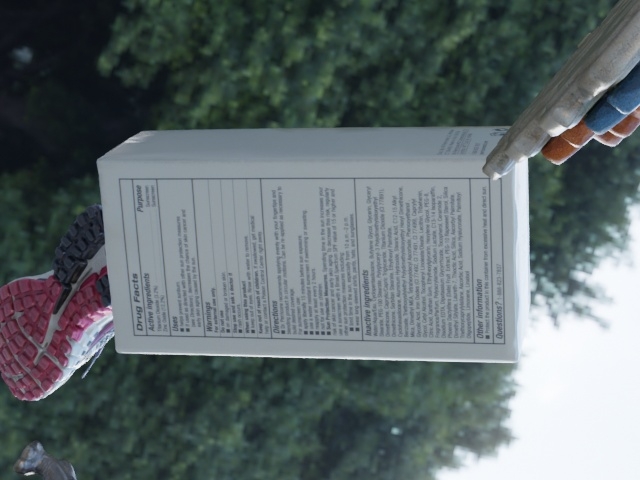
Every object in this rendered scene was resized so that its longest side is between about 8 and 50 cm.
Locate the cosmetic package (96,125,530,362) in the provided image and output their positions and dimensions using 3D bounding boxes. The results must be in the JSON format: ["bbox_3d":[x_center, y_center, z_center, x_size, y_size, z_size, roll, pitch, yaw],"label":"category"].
[{"bbox_3d":[0.000,0.000,1.059,0.113,0.310,0.160,-53,143,-68],"label":"cosmetic package"}]

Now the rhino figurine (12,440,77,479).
[{"bbox_3d":[-0.211,0.259,0.920,0.243,0.106,0.073,-59,176,-31],"label":"rhino figurine"}]

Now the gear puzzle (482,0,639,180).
[{"bbox_3d":[0.143,-0.086,0.583,0.175,0.044,0.339,-49,178,-2],"label":"gear puzzle"}]

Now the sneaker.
[{"bbox_3d":[-0.230,0.065,1.402,0.299,0.112,0.120,-37,-106,35],"label":"sneaker"}]
